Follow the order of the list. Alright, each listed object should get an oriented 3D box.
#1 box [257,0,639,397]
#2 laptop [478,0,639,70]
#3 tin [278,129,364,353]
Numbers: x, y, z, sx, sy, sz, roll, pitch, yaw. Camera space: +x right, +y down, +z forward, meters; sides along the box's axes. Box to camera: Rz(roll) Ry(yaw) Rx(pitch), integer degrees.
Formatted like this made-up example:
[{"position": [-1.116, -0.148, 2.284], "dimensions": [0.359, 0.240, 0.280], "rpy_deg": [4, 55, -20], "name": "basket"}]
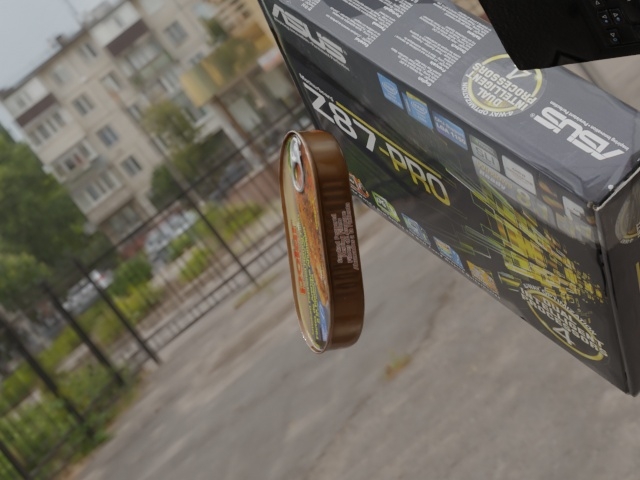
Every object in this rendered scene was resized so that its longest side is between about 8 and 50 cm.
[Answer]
[{"position": [0.135, -0.068, 1.074], "dimensions": [0.097, 0.395, 0.318], "rpy_deg": [-43, -34, -13], "name": "box"}, {"position": [0.138, -0.140, 0.566], "dimensions": [0.264, 0.234, 0.136], "rpy_deg": [-2, 46, 40], "name": "laptop"}, {"position": [0.000, 0.000, 1.047], "dimensions": [0.040, 0.189, 0.106], "rpy_deg": [-7, 0, -21], "name": "tin"}]
